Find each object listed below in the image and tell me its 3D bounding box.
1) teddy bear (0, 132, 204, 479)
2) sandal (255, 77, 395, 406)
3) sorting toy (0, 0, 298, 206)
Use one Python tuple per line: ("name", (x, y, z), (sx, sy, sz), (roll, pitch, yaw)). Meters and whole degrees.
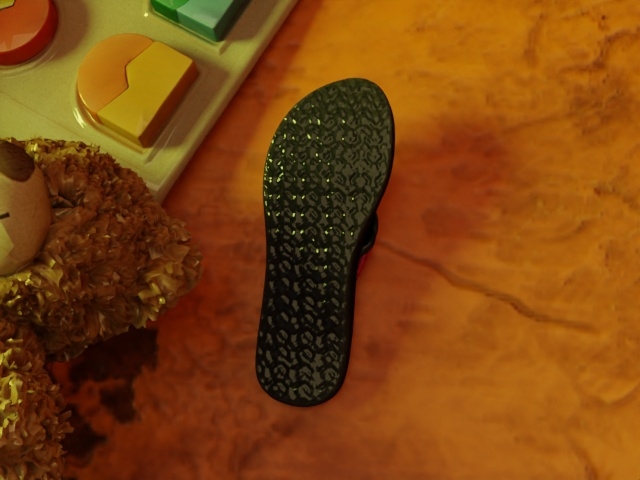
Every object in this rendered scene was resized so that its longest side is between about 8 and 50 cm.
("teddy bear", (-0.217, 0.063, 0.496), (0.338, 0.113, 0.245), (-33, 34, -7))
("sandal", (0.000, 0.000, 0.592), (0.067, 0.040, 0.179), (10, 91, 13))
("sorting toy", (-0.127, -0.139, 0.634), (0.193, 0.038, 0.208), (29, 80, 11))
